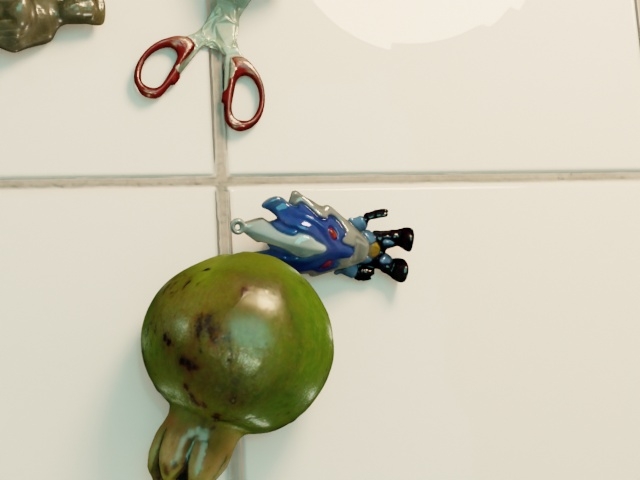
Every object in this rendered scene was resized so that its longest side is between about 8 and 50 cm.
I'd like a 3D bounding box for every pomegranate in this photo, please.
[{"bbox_3d":[-0.101,0.116,1.374,0.241,0.159,0.190,-36,85,-11],"label":"pomegranate"}]

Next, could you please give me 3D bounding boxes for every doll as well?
[{"bbox_3d":[0.000,0.000,1.467,0.195,0.070,0.096,9,107,-12],"label":"doll"}]

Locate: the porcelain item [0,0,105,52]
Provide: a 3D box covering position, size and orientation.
[{"bbox_3d":[-0.332,-0.234,1.463,0.215,0.069,0.081,-2,73,-16],"label":"porcelain item"}]

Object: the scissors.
[{"bbox_3d":[-0.101,-0.248,1.530,0.144,0.017,0.248,20,73,-6],"label":"scissors"}]
